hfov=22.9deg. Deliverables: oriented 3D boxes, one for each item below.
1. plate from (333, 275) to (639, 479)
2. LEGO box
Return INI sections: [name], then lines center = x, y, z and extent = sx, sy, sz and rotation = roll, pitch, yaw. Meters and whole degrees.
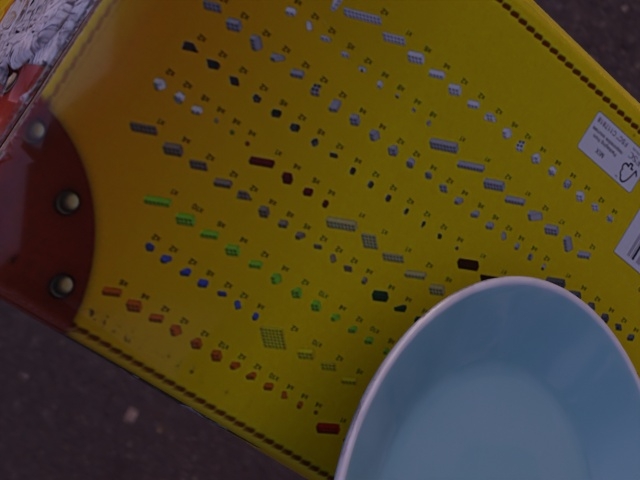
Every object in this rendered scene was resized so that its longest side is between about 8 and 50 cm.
[plate]
center = 0.061, 0.106, 0.553
extent = 0.024, 0.188, 0.188
rotation = -2, 64, 44
[LEGO box]
center = 0.000, 0.000, 0.751
extent = 0.193, 0.500, 0.372
rotation = -58, 35, -6
